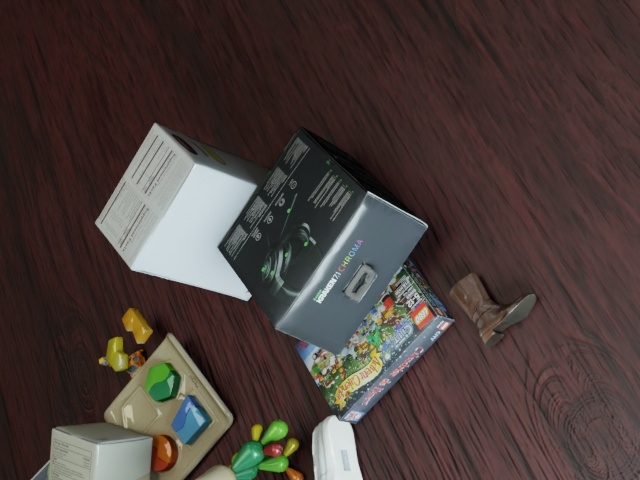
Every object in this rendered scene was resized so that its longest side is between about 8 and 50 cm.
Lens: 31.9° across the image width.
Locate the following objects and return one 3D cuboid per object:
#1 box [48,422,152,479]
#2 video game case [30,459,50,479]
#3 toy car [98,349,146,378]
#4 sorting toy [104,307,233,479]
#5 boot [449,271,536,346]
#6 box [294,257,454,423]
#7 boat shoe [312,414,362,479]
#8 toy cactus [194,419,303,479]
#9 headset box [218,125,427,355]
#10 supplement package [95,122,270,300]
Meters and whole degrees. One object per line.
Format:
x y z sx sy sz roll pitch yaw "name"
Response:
-0.386 0.481 1.926 0.148 0.121 0.311 8 94 44 "box"
-0.508 0.509 2.136 0.190 0.022 0.173 -45 51 23 "video game case"
-0.371 0.238 2.084 0.122 0.040 0.060 -17 66 37 "toy car"
-0.302 0.278 1.974 0.229 0.041 0.307 -52 59 18 "sorting toy"
0.240 0.077 1.584 0.106 0.037 0.114 -46 46 19 "boot"
0.077 0.142 1.703 0.233 0.044 0.159 -49 50 20 "box"
0.018 0.357 1.680 0.063 0.066 0.184 -37 56 45 "boat shoe"
-0.127 0.372 1.736 0.219 0.180 0.112 -44 72 30 "toy cactus"
0.000 0.000 1.711 0.246 0.131 0.283 -56 35 9 "headset box"
-0.194 -0.043 1.856 0.145 0.262 0.204 44 107 41 "supplement package"
